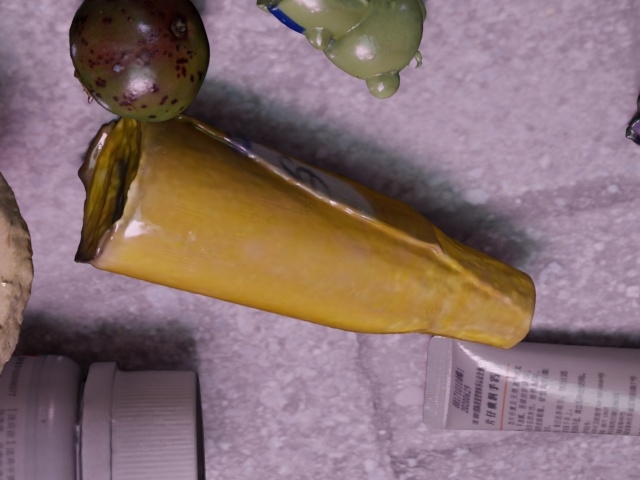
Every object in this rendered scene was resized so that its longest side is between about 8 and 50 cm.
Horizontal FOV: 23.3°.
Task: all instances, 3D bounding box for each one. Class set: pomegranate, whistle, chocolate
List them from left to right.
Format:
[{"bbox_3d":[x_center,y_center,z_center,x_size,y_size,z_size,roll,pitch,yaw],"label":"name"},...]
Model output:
[{"bbox_3d":[-0.157,-0.158,1.306,0.130,0.130,0.130,-2,131,-2],"label":"pomegranate"},{"bbox_3d":[0.000,0.000,1.453,0.446,0.162,0.162,17,128,-22],"label":"chocolate"},{"bbox_3d":[0.002,-0.207,1.291,0.227,0.105,0.085,33,152,-26],"label":"whistle"}]

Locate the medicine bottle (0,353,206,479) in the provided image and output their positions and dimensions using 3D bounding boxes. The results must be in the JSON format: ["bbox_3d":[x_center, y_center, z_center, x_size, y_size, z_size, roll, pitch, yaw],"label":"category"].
[{"bbox_3d":[-0.271,0.236,1.561,0.306,0.245,0.245,-2,131,-3],"label":"medicine bottle"}]

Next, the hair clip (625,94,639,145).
[{"bbox_3d":[0.372,-0.128,1.411,0.195,0.052,0.124,-28,121,26],"label":"hair clip"}]

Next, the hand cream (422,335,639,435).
[{"bbox_3d":[0.265,0.163,1.635,0.314,0.089,0.139,3,130,-1],"label":"hand cream"}]

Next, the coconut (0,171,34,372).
[{"bbox_3d":[-0.418,0.006,1.328,0.298,0.309,0.297,-11,110,-31],"label":"coconut"}]
